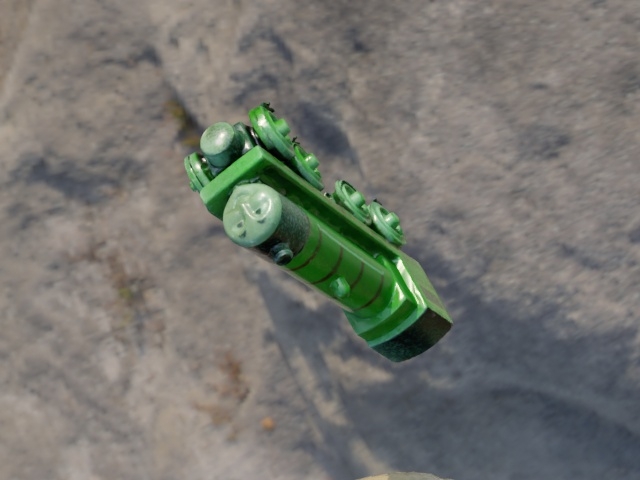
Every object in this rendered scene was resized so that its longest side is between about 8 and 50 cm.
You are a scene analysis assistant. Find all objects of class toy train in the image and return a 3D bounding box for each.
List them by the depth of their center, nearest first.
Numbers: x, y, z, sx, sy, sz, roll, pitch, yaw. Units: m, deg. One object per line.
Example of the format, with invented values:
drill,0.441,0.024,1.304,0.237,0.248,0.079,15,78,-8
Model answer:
toy train,0.000,0.000,1.086,0.085,0.251,0.119,-37,55,14

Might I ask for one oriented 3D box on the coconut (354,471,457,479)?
coconut,0.097,0.397,1.249,0.415,0.345,0.415,58,164,28
